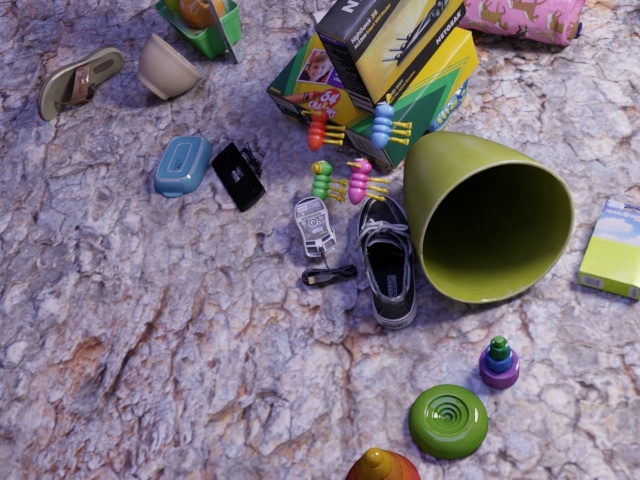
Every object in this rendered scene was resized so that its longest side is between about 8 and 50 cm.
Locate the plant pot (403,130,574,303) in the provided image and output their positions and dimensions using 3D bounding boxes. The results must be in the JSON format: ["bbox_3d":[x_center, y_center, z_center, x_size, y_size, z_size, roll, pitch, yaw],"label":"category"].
[{"bbox_3d":[0.263,-0.080,1.378,0.274,0.275,0.294,-19,33,-3],"label":"plant pot"}]

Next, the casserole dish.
[{"bbox_3d":[-0.315,-0.177,1.722,0.114,0.037,0.188,1,51,15],"label":"casserole dish"}]

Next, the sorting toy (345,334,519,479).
[{"bbox_3d":[0.175,0.269,1.164,0.365,0.126,0.127,-39,52,-19],"label":"sorting toy"}]

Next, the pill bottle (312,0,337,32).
[{"bbox_3d":[0.080,-0.555,1.899,0.186,0.112,0.112,-19,48,-3],"label":"pill bottle"}]

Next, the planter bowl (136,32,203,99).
[{"bbox_3d":[-0.387,-0.419,1.881,0.109,0.162,0.162,-48,51,6],"label":"planter bowl"}]

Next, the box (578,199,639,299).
[{"bbox_3d":[0.535,0.013,1.349,0.109,0.042,0.178,16,56,24],"label":"box"}]

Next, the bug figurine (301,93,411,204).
[{"bbox_3d":[0.050,-0.175,1.497,0.279,0.072,0.216,6,89,50],"label":"bug figurine"}]

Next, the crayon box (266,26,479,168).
[{"bbox_3d":[0.110,-0.365,1.679,0.362,0.106,0.313,31,79,36],"label":"crayon box"}]

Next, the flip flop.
[{"bbox_3d":[-0.607,-0.400,1.950,0.080,0.112,0.277,38,61,20],"label":"flip flop"}]

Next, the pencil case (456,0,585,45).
[{"bbox_3d":[0.426,-0.565,1.797,0.386,0.167,0.160,16,98,25],"label":"pencil case"}]

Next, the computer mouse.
[{"bbox_3d":[0.000,0.000,1.482,0.106,0.042,0.193,-18,60,5],"label":"computer mouse"}]

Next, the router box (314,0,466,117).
[{"bbox_3d":[0.147,-0.432,1.487,0.081,0.243,0.309,30,78,34],"label":"router box"}]

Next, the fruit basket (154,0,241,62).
[{"bbox_3d":[-0.333,-0.654,1.923,0.165,0.353,0.327,-34,50,-15],"label":"fruit basket"}]

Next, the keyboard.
[{"bbox_3d":[-0.167,-0.144,1.669,0.100,0.038,0.192,-42,50,8],"label":"keyboard"}]

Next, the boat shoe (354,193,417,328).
[{"bbox_3d":[0.118,0.012,1.409,0.113,0.105,0.306,-5,49,9],"label":"boat shoe"}]

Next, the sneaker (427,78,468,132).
[{"bbox_3d":[0.272,-0.318,1.679,0.078,0.067,0.188,26,63,23],"label":"sneaker"}]
